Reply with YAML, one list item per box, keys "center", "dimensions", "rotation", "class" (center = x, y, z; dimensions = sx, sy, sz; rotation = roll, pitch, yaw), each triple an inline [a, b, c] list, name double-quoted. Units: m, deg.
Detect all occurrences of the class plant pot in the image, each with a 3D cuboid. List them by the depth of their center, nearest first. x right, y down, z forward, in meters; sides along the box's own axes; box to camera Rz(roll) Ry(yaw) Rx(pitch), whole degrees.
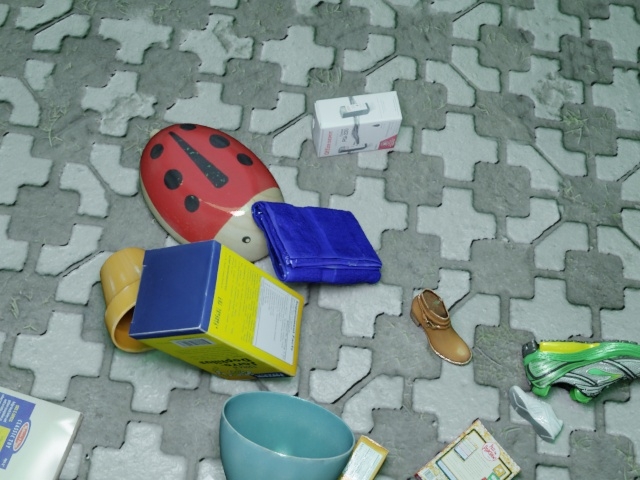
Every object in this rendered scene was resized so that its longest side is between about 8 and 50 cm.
- center: [-0.091, 0.475, 1.710]
  dimensions: [0.290, 0.290, 0.196]
  rotation: [16, 102, 3]
  class: "plant pot"
- center: [-0.422, 0.123, 1.869]
  dimensions: [0.205, 0.205, 0.188]
  rotation: [-27, 56, -15]
  class: "plant pot"

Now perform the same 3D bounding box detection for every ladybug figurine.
- center: [-0.277, -0.139, 2.002]
  dimensions: [0.449, 0.162, 0.305]
  rotation: [40, 70, 13]
  class: "ladybug figurine"

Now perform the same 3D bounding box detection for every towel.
- center: [0.000, 0.000, 1.914]
  dimensions: [0.308, 0.076, 0.228]
  rotation: [5, 50, -41]
  class: "towel"

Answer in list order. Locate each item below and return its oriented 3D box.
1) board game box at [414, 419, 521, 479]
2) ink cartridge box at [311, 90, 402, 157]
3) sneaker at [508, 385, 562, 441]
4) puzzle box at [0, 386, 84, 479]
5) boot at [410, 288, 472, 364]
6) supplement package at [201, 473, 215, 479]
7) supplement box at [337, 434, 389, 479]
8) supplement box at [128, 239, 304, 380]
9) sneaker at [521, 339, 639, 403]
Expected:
- center: [0.334, 0.526, 1.816]
  dimensions: [0.193, 0.045, 0.147]
  rotation: [-35, 73, -17]
  class: "board game box"
- center: [0.092, -0.304, 2.103]
  dimensions: [0.217, 0.159, 0.092]
  rotation: [-7, 67, -7]
  class: "ink cartridge box"
- center: [0.506, 0.399, 1.887]
  dimensions: [0.061, 0.054, 0.152]
  rotation: [-36, 79, -27]
  class: "sneaker"
- center: [-0.718, 0.528, 1.735]
  dimensions: [0.272, 0.052, 0.409]
  rotation: [17, 66, 4]
  class: "puzzle box"
- center: [0.291, 0.205, 1.896]
  dimensions: [0.197, 0.152, 0.073]
  rotation: [42, 70, 14]
  class: "boot"
- center: [-0.278, 0.655, 1.642]
  dimensions: [0.293, 0.177, 0.175]
  rotation: [-41, 75, -19]
  class: "supplement package"
- center: [0.060, 0.551, 1.769]
  dimensions: [0.080, 0.078, 0.233]
  rotation: [33, 67, 13]
  class: "supplement box"
- center: [-0.214, 0.164, 1.745]
  dimensions: [0.195, 0.356, 0.194]
  rotation: [-9, 62, 30]
  class: "supplement box"
- center: [0.654, 0.315, 1.903]
  dimensions: [0.343, 0.134, 0.147]
  rotation: [-1, 73, 5]
  class: "sneaker"
